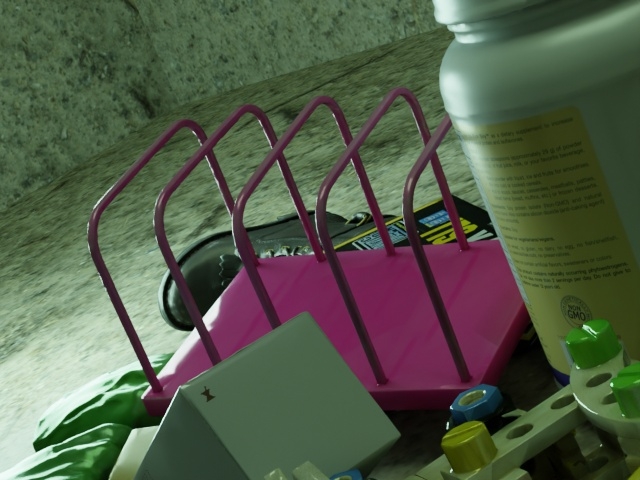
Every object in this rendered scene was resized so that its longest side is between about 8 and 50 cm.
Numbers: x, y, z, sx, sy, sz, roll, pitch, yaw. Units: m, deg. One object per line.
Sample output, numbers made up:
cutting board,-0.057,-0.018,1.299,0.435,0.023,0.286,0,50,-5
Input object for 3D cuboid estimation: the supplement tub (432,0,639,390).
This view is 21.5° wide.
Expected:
supplement tub,0.224,-0.065,1.146,0.241,0.331,0.241,-21,13,5

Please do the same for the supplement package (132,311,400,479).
supplement package,-0.041,0.145,1.104,0.105,0.105,0.179,-30,-16,-28

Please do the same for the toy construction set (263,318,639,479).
toy construction set,0.106,0.149,0.943,0.328,0.151,0.215,-16,10,-21

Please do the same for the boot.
boot,-0.022,0.021,1.754,0.263,0.091,0.229,-27,13,-25

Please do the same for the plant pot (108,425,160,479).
plant pot,-0.112,0.193,1.256,0.081,0.081,0.083,-13,27,36

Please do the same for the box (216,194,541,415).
box,0.059,0.062,1.492,0.257,0.079,0.322,-23,13,-7

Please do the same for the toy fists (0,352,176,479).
toy fists,-0.178,0.183,1.375,0.142,0.096,0.279,-28,11,27

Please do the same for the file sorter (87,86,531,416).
file sorter,0.000,0.000,1.284,0.291,0.182,0.202,-5,30,30
